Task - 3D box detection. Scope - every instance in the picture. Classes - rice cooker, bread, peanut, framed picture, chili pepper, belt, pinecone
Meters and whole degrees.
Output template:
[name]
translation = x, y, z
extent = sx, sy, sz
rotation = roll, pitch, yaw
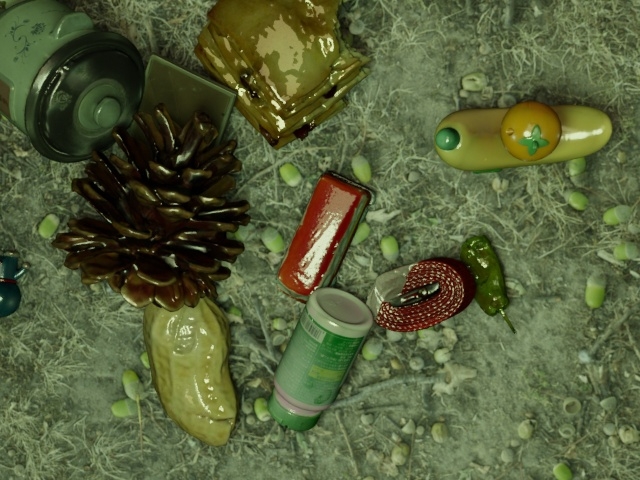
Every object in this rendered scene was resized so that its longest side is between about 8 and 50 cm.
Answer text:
[rice cooker]
translation = -0.485, -0.298, 1.861
extent = 0.317, 0.264, 0.316
rotation = 21, 122, 37
[bread]
translation = -0.045, -0.394, 1.886
extent = 0.370, 0.191, 0.314
rotation = -41, 86, 6
[peanut]
translation = -0.253, 0.238, 1.955
extent = 0.174, 0.158, 0.340
rotation = -6, 97, 9
[framed picture]
translation = -0.282, -0.220, 1.949
extent = 0.189, 0.023, 0.260
rotation = 26, 122, 6
[chili pepper]
translation = 0.325, 0.092, 1.910
extent = 0.072, 0.073, 0.204
rotation = -23, 77, 25
[belt]
translation = 0.196, 0.103, 1.897
extent = 0.201, 0.124, 0.128
rotation = -18, 86, 23
[pinecone]
translation = -0.297, -0.078, 1.828
extent = 0.384, 0.384, 0.384
rotation = 0, 92, 8

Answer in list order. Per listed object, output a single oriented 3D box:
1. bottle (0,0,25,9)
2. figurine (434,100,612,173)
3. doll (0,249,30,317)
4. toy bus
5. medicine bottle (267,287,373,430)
[bottle]
translation = -0.610, -0.549, 1.954
extent = 0.229, 0.229, 0.351
rotation = 27, 92, 6
[figurine]
translation = 0.371, -0.197, 1.818
extent = 0.324, 0.222, 0.124
rotation = -4, 89, 8
[doll]
translation = -0.661, 0.095, 2.042
extent = 0.114, 0.085, 0.152
rotation = 4, 82, -4
[toy bus]
translation = 0.000, 0.000, 1.925
extent = 0.121, 0.120, 0.265
rotation = 25, 94, 8
[medicine bottle]
translation = -0.008, 0.233, 1.897
extent = 0.133, 0.133, 0.274
rotation = 28, 116, 6
